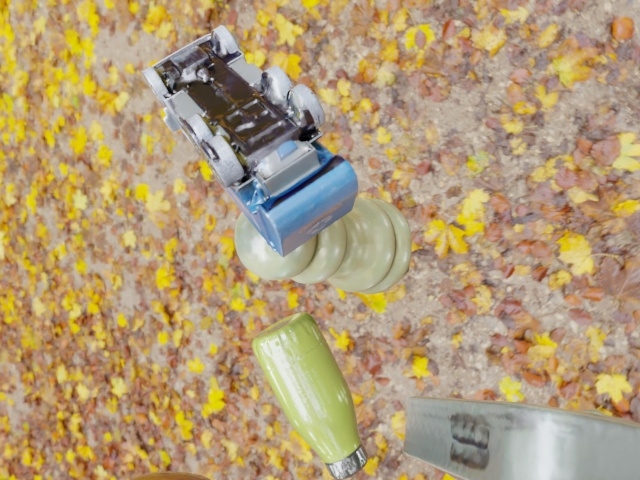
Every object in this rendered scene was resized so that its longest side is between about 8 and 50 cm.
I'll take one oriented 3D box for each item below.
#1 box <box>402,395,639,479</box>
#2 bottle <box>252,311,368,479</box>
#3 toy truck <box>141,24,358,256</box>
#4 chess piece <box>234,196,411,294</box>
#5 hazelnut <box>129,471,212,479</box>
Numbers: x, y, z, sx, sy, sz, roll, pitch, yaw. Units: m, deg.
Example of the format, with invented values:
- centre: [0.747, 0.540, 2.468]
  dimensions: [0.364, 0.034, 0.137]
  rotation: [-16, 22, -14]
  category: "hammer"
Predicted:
- centre: [0.333, 0.272, 0.659]
  dimensions: [0.396, 0.396, 0.111]
  rotation: [12, 75, -4]
  category: "box"
- centre: [-0.008, 0.250, 0.867]
  dimensions: [0.112, 0.112, 0.260]
  rotation: [-25, 93, 36]
  category: "bottle"
- centre: [-0.098, -0.136, 0.715]
  dimensions: [0.146, 0.175, 0.367]
  rotation: [-33, 51, -10]
  category: "toy truck"
- centre: [0.000, 0.000, 0.915]
  dimensions: [0.182, 0.330, 0.183]
  rotation: [-4, 83, 39]
  category: "chess piece"
- centre: [-0.251, 0.462, 0.882]
  dimensions: [0.210, 0.186, 0.210]
  rotation: [7, 105, 29]
  category: "hazelnut"
